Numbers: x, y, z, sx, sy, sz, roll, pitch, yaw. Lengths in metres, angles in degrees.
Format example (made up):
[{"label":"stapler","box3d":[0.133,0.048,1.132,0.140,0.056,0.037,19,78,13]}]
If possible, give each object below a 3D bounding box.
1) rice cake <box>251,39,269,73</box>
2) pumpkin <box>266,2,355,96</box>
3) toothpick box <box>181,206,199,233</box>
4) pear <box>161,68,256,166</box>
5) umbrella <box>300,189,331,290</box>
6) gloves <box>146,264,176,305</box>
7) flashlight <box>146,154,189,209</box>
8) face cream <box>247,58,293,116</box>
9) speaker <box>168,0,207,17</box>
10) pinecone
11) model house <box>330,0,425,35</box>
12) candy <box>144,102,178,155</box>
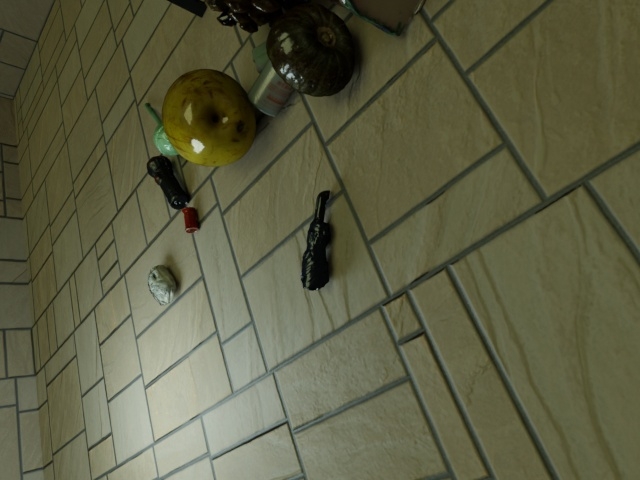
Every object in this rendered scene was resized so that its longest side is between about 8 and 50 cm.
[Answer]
[{"label":"rice cake","box3d":[-0.111,-0.546,1.310,0.222,0.042,0.080,-16,79,40]},{"label":"pumpkin","box3d":[-0.027,-0.450,1.111,0.162,0.219,0.218,154,114,-62]},{"label":"toothpick box","box3d":[-0.433,-0.069,1.551,0.047,0.047,0.083,-30,65,37]},{"label":"pear","box3d":[-0.310,-0.343,1.318,0.281,0.281,0.280,-6,81,43]},{"label":"umbrella","box3d":[-0.008,-0.001,1.138,0.071,0.071,0.248,-5,78,43]},{"label":"gloves","box3d":[-0.555,0.163,1.620,0.153,0.070,0.114,46,115,34]},{"label":"flashlight","box3d":[-0.538,-0.202,1.640,0.093,0.093,0.232,-53,54,25]},{"label":"face cream","box3d":[-0.092,-0.460,1.241,0.251,0.101,0.101,-49,55,27]},{"label":"speaker","box3d":[-0.484,-0.831,1.591,0.046,0.191,0.040,-48,54,29]},{"label":"pinecone","box3d":[-0.160,-0.699,1.196,0.385,0.385,0.384,-6,81,43]},{"label":"model house","box3d":[0.082,-0.599,1.008,0.237,0.237,0.202,45,120,40]},{"label":"candy","box3d":[-0.598,-0.433,1.728,0.440,0.119,0.119,45,115,44]}]
